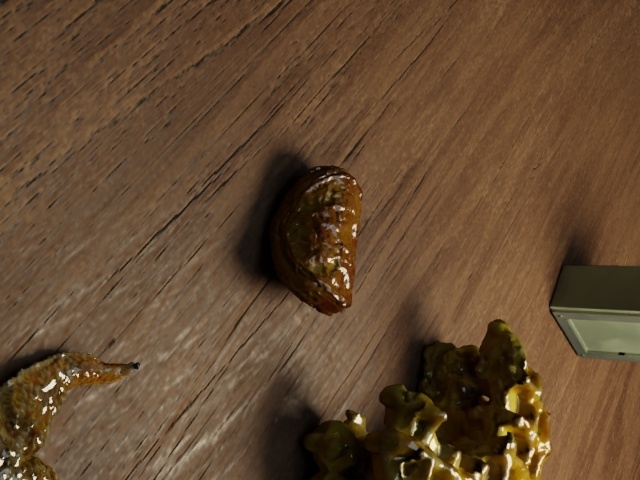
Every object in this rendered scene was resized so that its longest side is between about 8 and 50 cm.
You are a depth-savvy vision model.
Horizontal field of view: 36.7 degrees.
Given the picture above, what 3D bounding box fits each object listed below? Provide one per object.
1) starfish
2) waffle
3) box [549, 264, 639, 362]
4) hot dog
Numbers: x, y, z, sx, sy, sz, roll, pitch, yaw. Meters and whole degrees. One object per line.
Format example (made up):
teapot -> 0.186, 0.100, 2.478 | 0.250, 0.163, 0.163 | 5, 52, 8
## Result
starfish -> -0.211, 0.120, 0.664 | 0.247, 0.050, 0.138 | 41, 58, -52
waffle -> 0.130, 0.243, 1.016 | 0.324, 0.151, 0.261 | -20, 102, -49
box -> 0.458, 0.106, 1.363 | 0.129, 0.225, 0.086 | 50, 53, -38
hot dog -> 0.001, -0.001, 0.916 | 0.099, 0.065, 0.147 | 33, 53, -46
